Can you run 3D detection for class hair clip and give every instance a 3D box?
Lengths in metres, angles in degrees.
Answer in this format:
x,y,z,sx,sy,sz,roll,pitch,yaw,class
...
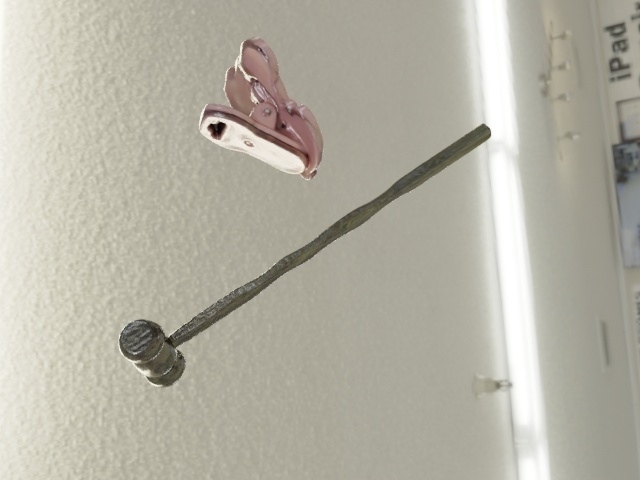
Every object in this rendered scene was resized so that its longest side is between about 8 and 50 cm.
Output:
x,y,z,sx,sy,sz,roll,pitch,yaw,class
-0.051,-0.139,0.871,0.138,0.123,0.102,23,-113,-6,hair clip

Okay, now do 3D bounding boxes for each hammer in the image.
x,y,z,sx,sy,sz,roll,pitch,yaw,class
0.000,0.000,0.538,0.029,0.292,0.058,50,168,28,hammer
